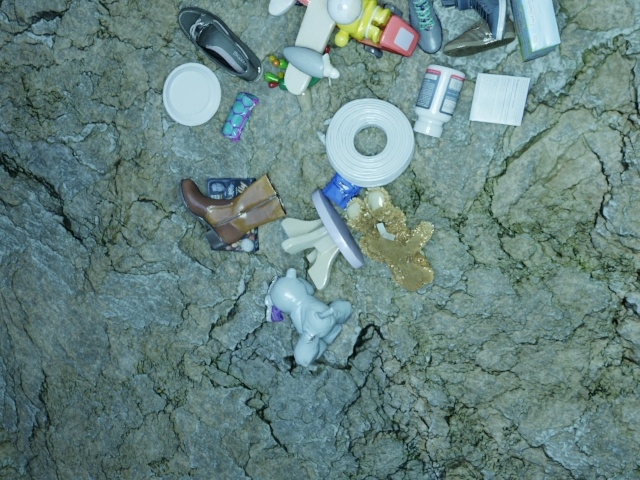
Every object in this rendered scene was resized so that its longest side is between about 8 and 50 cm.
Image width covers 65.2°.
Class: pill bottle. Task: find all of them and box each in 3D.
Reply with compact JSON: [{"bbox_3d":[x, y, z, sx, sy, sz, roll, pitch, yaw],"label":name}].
[{"bbox_3d":[0.322,-0.384,1.390,0.107,0.108,0.180,19,107,12],"label":"pill bottle"}]

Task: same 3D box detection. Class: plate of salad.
[{"bbox_3d":[-0.414,-0.471,1.622,0.199,0.048,0.200,1,94,9],"label":"plate of salad"}]

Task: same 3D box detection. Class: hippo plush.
[{"bbox_3d":[-0.068,0.235,1.564,0.236,0.294,0.234,35,97,18],"label":"hippo plush"}]

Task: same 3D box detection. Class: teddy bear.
[{"bbox_3d":[0.214,-0.011,1.485,0.338,0.113,0.245,39,126,0],"label":"teddy bear"}]

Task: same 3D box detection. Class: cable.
[{"bbox_3d":[0.142,-0.284,1.439,0.257,0.089,0.257,-26,81,1],"label":"cable"}]

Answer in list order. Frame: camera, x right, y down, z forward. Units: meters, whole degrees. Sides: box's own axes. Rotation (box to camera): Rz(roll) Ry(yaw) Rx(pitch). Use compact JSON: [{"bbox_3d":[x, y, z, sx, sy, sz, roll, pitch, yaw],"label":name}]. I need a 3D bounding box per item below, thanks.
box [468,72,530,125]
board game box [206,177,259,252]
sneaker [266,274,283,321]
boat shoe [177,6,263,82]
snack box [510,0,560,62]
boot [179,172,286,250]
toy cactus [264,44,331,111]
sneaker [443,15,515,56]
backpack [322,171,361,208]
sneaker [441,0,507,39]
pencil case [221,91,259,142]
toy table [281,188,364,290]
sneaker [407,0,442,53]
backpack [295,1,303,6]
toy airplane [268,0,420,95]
[{"bbox_3d":[0.484,-0.381,1.360,0.137,0.072,0.126,11,104,15],"label":"box"},{"bbox_3d":[-0.292,-0.085,1.671,0.164,0.042,0.244,2,102,16],"label":"board game box"},{"bbox_3d":[-0.144,0.196,1.688,0.071,0.068,0.170,4,112,0],"label":"sneaker"},{"bbox_3d":[-0.318,-0.610,1.536,0.335,0.095,0.112,40,110,5],"label":"boat shoe"},{"bbox_3d":[0.526,-0.548,1.240,0.070,0.207,0.175,-13,97,17],"label":"snack box"},{"bbox_3d":[-0.282,-0.133,1.584,0.280,0.096,0.264,-28,92,19],"label":"boot"},{"bbox_3d":[-0.061,-0.480,1.496,0.218,0.112,0.181,-13,108,10],"label":"toy cactus"},{"bbox_3d":[0.425,-0.552,1.356,0.188,0.066,0.071,-8,83,13],"label":"sneaker"},{"bbox_3d":[0.076,-0.165,1.515,0.098,0.101,0.120,38,104,-1],"label":"backpack"},{"bbox_3d":[0.396,-0.605,1.298,0.163,0.086,0.226,-2,67,14],"label":"sneaker"},{"bbox_3d":[-0.254,-0.392,1.581,0.070,0.064,0.152,43,112,31],"label":"pencil case"},{"bbox_3d":[0.000,0.000,1.512,0.160,0.252,0.274,-34,56,12],"label":"toy table"},{"bbox_3d":[0.271,-0.620,1.358,0.083,0.098,0.224,-17,96,19],"label":"sneaker"},{"bbox_3d":[-0.065,-0.749,1.437,0.105,0.084,0.114,38,114,2],"label":"backpack"},{"bbox_3d":[0.038,-0.615,1.291,0.384,0.272,0.386,-17,110,7],"label":"toy airplane"}]
